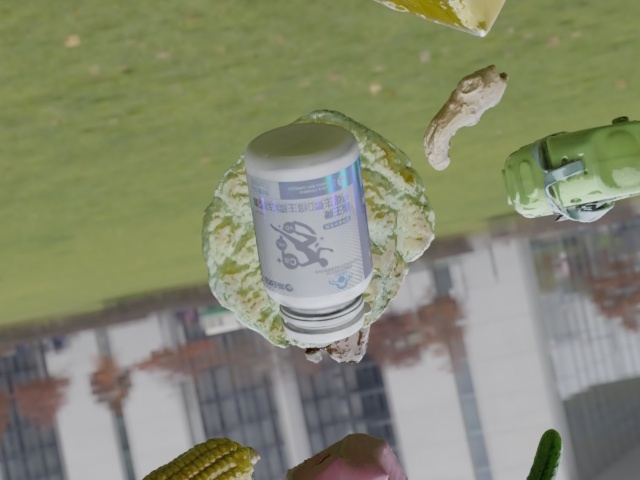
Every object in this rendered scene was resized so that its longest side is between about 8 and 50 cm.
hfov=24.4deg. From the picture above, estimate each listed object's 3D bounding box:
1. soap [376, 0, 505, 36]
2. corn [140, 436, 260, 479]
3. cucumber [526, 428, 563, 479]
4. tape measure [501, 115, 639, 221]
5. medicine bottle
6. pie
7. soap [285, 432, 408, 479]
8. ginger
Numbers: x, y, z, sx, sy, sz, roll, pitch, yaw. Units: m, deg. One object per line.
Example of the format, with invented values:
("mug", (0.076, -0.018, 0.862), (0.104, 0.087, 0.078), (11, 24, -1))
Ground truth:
("soap", (0.135, -0.344, 1.278), (0.199, 0.315, 0.091), (26, 172, 37))
("corn", (-0.170, 0.299, 1.648), (0.261, 0.097, 0.097), (-29, -172, -35))
("cucumber", (0.267, 0.295, 1.797), (0.037, 0.037, 0.155), (-13, -141, 45))
("tape measure", (0.294, -0.074, 1.651), (0.200, 0.106, 0.175), (-13, 177, -34))
("medicine bottle", (-0.008, -0.006, 1.387), (0.107, 0.191, 0.107), (-6, -156, 3))
("pie", (-0.006, -0.007, 1.711), (0.257, 0.274, 0.105), (29, -172, -15))
("soap", (0.051, 0.437, 2.121), (0.220, 0.325, 0.127), (-27, -155, 6))
("ginger", (0.187, -0.169, 2.006), (0.069, 0.051, 0.173), (1, 139, -46))
